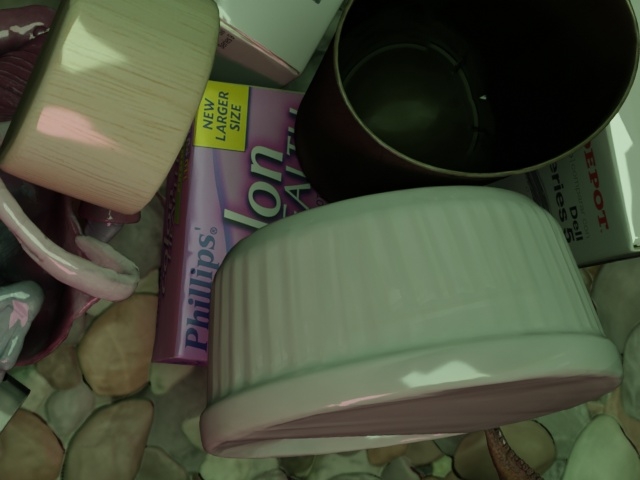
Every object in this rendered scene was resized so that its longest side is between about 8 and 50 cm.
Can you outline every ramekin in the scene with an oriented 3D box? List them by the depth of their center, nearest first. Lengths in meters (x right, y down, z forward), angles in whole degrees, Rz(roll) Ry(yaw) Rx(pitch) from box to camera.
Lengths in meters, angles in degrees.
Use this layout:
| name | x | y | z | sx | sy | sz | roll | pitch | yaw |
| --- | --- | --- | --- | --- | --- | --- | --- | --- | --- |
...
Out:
| name | x | y | z | sx | sy | sz | roll | pitch | yaw |
| --- | --- | --- | --- | --- | --- | --- | --- | --- | --- |
| ramekin | 0.049 | 0.058 | 0.816 | 0.273 | 0.273 | 0.127 | -5 | 74 | -16 |

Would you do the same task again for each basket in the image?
| name | x | y | z | sx | sy | sz | roll | pitch | yaw |
| --- | --- | --- | --- | --- | --- | --- | --- | --- | --- |
| basket | 0.073 | -0.097 | 0.852 | 0.204 | 0.227 | 0.154 | -18 | 86 | -18 |

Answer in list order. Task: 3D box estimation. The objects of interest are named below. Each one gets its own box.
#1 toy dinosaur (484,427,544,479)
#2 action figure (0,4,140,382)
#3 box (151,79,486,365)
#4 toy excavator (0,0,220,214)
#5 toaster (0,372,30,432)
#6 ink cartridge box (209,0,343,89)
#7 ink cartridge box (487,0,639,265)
| name | x | y | z | sx | sy | sz | roll | pitch | yaw |
| --- | --- | --- | --- | --- | --- | --- | --- | --- | --- |
| toy dinosaur | 0.136 | 0.276 | 0.959 | 0.127 | 0.200 | 0.295 | 23 | 77 | -12 |
| action figure | -0.216 | -0.086 | 0.868 | 0.248 | 0.276 | 0.370 | 44 | 42 | -16 |
| box | 0.000 | 0.000 | 0.999 | 0.243 | 0.117 | 0.213 | 6 | 81 | -15 |
| toy excavator | -0.120 | -0.233 | 0.839 | 0.222 | 0.433 | 0.445 | 19 | 83 | -22 |
| toaster | -0.326 | 0.129 | 0.894 | 0.168 | 0.110 | 0.185 | 37 | 75 | -8 |
| ink cartridge box | -0.027 | -0.224 | 1.000 | 0.093 | 0.154 | 0.212 | 33 | 75 | -13 |
| ink cartridge box | 0.208 | -0.079 | 0.987 | 0.115 | 0.273 | 0.198 | -9 | 85 | -17 |
